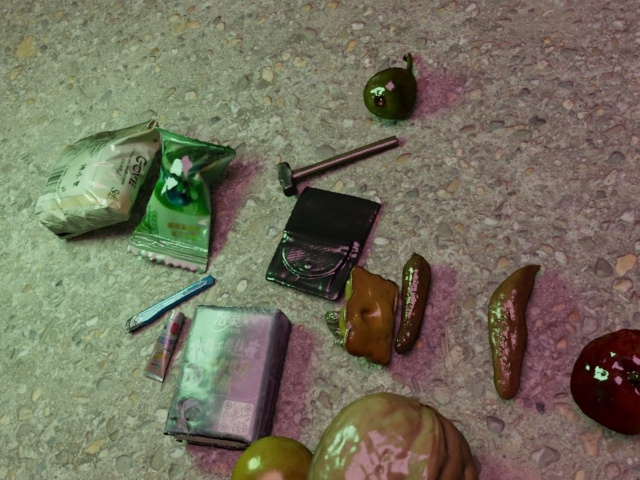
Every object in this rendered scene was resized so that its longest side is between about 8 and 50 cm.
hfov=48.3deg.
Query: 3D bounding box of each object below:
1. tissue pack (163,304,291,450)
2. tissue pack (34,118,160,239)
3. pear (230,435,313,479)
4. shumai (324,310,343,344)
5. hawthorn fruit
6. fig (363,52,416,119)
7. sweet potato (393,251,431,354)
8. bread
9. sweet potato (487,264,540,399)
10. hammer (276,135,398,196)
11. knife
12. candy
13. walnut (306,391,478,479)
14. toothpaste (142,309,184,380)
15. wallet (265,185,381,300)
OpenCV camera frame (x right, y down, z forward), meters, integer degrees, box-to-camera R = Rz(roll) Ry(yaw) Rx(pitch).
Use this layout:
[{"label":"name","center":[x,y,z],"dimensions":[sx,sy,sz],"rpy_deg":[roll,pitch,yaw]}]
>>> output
[{"label":"tissue pack","center":[-0.233,0.345,1.836],"dimensions":[0.260,0.122,0.361],"rpy_deg":[1,62,17]},{"label":"tissue pack","center":[-0.689,-0.203,2.212],"dimensions":[0.390,0.195,0.375],"rpy_deg":[-8,55,33]},{"label":"pear","center":[-0.102,0.548,1.637],"dimensions":[0.209,0.209,0.208],"rpy_deg":[-8,61,14]},{"label":"shumai","center":[0.043,0.227,1.833],"dimensions":[0.083,0.082,0.080],"rpy_deg":[-8,60,40]},{"label":"hawthorn fruit","center":[0.651,0.292,1.492],"dimensions":[0.230,0.266,0.210],"rpy_deg":[-37,77,1]},{"label":"fig","center":[0.238,-0.461,2.126],"dimensions":[0.151,0.151,0.259],"rpy_deg":[20,44,26]},{"label":"sweet potato","center":[0.233,0.162,1.806],"dimensions":[0.075,0.075,0.273],"rpy_deg":[4,67,20]},{"label":"bread","center":[0.114,0.192,1.785],"dimensions":[0.088,0.161,0.232],"rpy_deg":[-36,38,51]},{"label":"sweet potato","center":[0.446,0.200,1.703],"dimensions":[0.106,0.095,0.354],"rpy_deg":[20,67,-3]},{"label":"hammer","center":[0.051,-0.233,2.086],"dimensions":[0.366,0.043,0.111],"rpy_deg":[-19,48,5]},{"label":"knife","center":[-0.432,0.182,2.040],"dimensions":[0.297,0.026,0.044],"rpy_deg":[-28,61,-1]},{"label":"candy","center":[-0.414,-0.118,2.115],"dimensions":[0.263,0.172,0.397],"rpy_deg":[10,77,20]},{"label":"walnut","center":[0.152,0.509,1.504],"dimensions":[0.382,0.381,0.381],"rpy_deg":[-8,61,14]},{"label":"toothpaste","center":[-0.430,0.287,1.976],"dimensions":[0.067,0.043,0.194],"rpy_deg":[13,74,20]},{"label":"wallet","center":[0.000,0.000,1.985],"dimensions":[0.247,0.041,0.322],"rpy_deg":[15,63,23]}]
